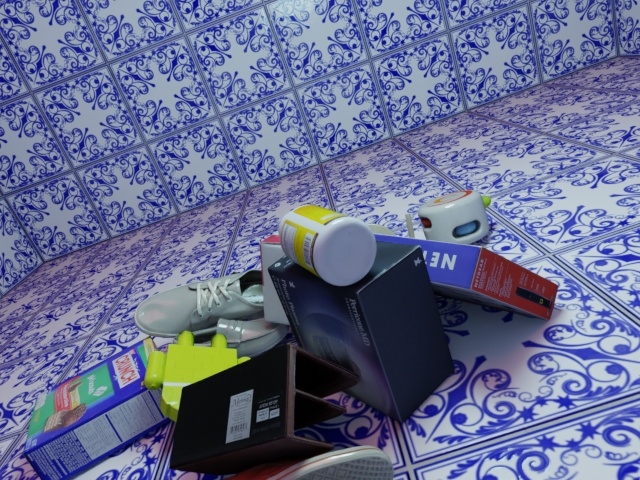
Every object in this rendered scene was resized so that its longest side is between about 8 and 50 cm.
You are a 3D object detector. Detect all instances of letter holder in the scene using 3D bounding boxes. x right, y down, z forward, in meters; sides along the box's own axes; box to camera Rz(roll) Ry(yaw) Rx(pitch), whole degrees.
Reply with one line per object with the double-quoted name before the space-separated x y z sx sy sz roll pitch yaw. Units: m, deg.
"letter holder" -0.091 0.333 0.877 0.301 0.214 0.152 -29 45 32

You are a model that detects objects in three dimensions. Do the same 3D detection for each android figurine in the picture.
"android figurine" -0.277 0.318 1.102 0.248 0.056 0.273 10 29 -16

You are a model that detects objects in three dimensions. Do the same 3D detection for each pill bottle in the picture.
"pill bottle" 0.000 0.000 0.863 0.117 0.117 0.215 -28 23 -18

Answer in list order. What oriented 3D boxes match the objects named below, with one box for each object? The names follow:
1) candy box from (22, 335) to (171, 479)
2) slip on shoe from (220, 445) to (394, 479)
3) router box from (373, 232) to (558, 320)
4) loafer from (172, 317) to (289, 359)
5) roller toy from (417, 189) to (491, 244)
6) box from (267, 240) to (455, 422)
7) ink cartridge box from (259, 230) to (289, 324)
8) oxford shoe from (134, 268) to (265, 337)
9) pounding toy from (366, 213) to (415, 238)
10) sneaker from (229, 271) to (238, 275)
"candy box" -0.532 0.405 1.183 0.317 0.122 0.268 -26 21 -18
"slip on shoe" -0.044 0.396 0.768 0.331 0.123 0.101 -23 16 8
"router box" 0.283 0.074 1.043 0.301 0.082 0.335 21 -7 -37
"loafer" -0.243 0.262 1.282 0.319 0.112 0.112 -19 20 2
"roller toy" 0.398 -0.057 1.433 0.209 0.146 0.191 -10 13 41
"box" 0.078 0.159 0.977 0.182 0.297 0.294 -33 24 -31
"ink cartridge box" -0.041 0.070 1.329 0.131 0.226 0.306 4 18 22
"oxford shoe" -0.301 0.169 1.364 0.448 0.130 0.169 -7 58 -12
"pounding toy" 0.180 0.036 1.425 0.236 0.183 0.110 -17 -5 8
"sneaker" -0.239 0.145 1.543 0.086 0.132 0.229 -12 23 23
